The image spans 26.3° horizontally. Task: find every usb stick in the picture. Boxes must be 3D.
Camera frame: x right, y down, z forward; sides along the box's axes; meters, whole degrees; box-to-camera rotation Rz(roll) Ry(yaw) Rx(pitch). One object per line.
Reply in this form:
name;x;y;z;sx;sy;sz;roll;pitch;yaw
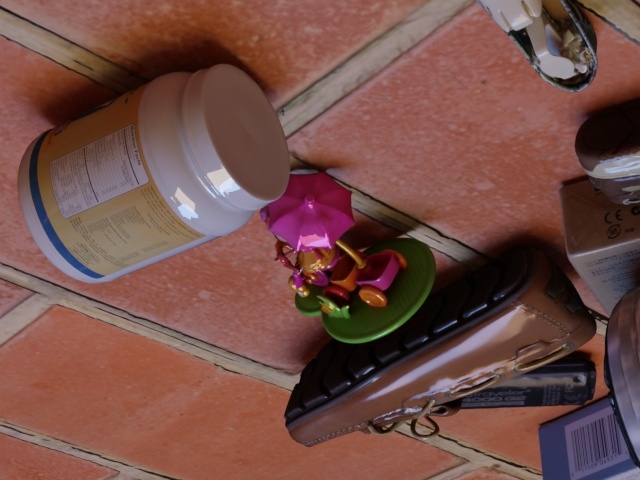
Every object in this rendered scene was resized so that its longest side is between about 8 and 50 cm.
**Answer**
usb stick;0.181;0.168;1.607;0.278;0.045;0.077;-2;138;2

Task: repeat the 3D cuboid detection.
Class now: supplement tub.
supplement tub;-0.141;-0.057;1.168;0.200;0.144;0.144;-21;142;27

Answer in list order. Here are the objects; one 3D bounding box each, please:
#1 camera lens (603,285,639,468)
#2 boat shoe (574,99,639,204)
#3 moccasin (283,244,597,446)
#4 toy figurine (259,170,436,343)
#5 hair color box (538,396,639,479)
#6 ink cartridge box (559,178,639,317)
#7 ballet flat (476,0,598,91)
camera lens;0.406;0.115;1.210;0.274;0.219;0.219;-21;141;29
boat shoe;0.356;-0.084;1.179;0.258;0.095;0.095;-7;134;30
moccasin;0.118;0.137;1.475;0.380;0.139;0.147;-32;114;26
toy figurine;0.000;0.000;1.320;0.173;0.130;0.159;1;141;45
hair color box;0.476;0.310;1.764;0.374;0.113;0.185;26;139;-33
ink cartridge box;0.371;-0.004;1.309;0.235;0.088;0.193;-17;145;22
ballet flat;0.165;-0.177;1.064;0.070;0.070;0.188;-24;140;31
